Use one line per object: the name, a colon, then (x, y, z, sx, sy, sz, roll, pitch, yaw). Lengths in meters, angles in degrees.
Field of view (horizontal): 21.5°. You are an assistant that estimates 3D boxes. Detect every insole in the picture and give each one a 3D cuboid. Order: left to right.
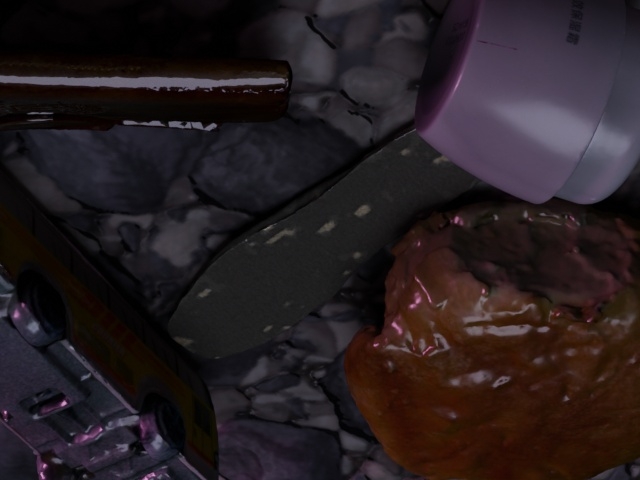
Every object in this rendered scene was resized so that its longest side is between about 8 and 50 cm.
insole: (0.000, 0.000, 0.999, 0.248, 0.011, 0.081, -36, 130, 27)

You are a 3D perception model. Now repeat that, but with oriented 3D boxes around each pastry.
pastry: (0.130, 0.063, 1.011, 0.229, 0.100, 0.218, -23, 131, 24)

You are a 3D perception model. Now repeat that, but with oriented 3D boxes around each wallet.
wallet: (-0.142, -0.076, 0.854, 0.255, 0.031, 0.137, 2, 171, -4)

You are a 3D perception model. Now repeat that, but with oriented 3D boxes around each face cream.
face cream: (0.111, -0.079, 0.851, 0.104, 0.117, 0.117, 18, 132, -9)

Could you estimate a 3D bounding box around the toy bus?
toy bus: (-0.158, 0.064, 0.987, 0.092, 0.106, 0.268, -23, 130, 19)
